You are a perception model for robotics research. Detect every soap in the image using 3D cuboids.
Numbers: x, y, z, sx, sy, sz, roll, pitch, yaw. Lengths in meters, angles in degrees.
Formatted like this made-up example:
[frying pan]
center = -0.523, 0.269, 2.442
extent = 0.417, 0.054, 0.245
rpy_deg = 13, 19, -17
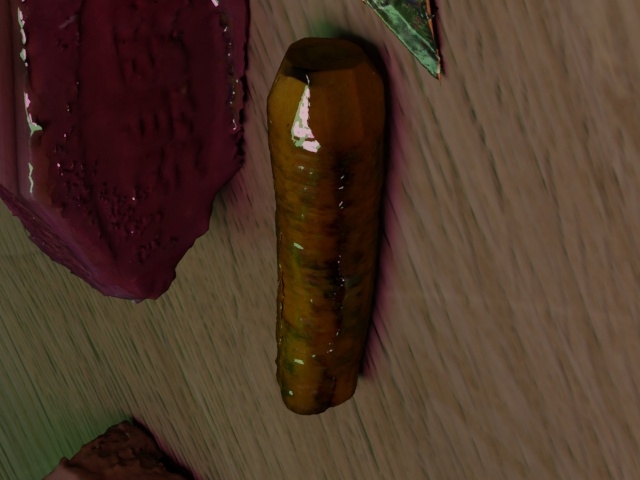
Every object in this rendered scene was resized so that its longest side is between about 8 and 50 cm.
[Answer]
[soap]
center = -0.137, -0.095, 0.823
extent = 0.112, 0.182, 0.289
rpy_deg = 26, 128, 34

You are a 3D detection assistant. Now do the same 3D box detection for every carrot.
[carrot]
center = 0.000, 0.000, 0.825
extent = 0.070, 0.070, 0.260
rpy_deg = 32, 137, 32

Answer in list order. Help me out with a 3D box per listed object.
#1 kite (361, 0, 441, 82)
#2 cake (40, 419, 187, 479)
[kite]
center = 0.023, -0.194, 0.704
extent = 0.183, 0.014, 0.241
rpy_deg = 8, 121, 43
[cake]
center = -0.190, 0.360, 1.123
extent = 0.256, 0.290, 0.282
rpy_deg = 38, 142, 27
